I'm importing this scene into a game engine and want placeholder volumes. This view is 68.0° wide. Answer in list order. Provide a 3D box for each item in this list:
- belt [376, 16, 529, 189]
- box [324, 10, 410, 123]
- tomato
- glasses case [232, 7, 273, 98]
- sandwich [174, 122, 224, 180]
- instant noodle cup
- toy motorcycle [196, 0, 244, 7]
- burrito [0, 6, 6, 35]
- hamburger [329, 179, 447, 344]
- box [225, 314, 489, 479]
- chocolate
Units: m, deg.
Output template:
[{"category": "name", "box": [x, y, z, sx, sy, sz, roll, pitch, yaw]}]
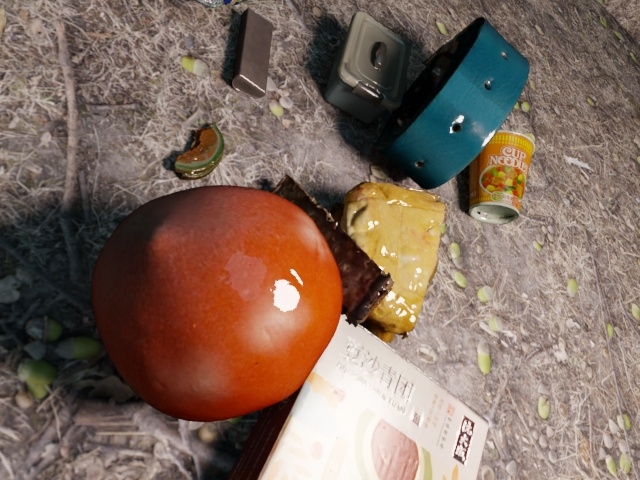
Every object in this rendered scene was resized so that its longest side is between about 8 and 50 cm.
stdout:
[{"category": "belt", "box": [0.288, -0.305, 1.040, 0.173, 0.300, 0.437, 36, 52, -14]}, {"category": "box", "box": [0.107, -0.387, 1.075, 0.162, 0.130, 0.227, 25, 58, -20]}, {"category": "tomato", "box": [-0.133, 0.071, 0.623, 0.321, 0.321, 0.322, 12, 64, -26]}, {"category": "glasses case", "box": [-0.139, -0.387, 0.981, 0.072, 0.042, 0.191, 18, 62, -32]}, {"category": "sandwich", "box": [-0.209, -0.160, 0.852, 0.067, 0.029, 0.135, 31, 57, -17]}, {"category": "instant noodle cup", "box": [0.429, -0.145, 1.159, 0.168, 0.168, 0.185, 21, 71, -22]}, {"category": "toy motorcycle", "box": [-0.230, -0.579, 0.971, 0.168, 0.113, 0.316, 1, 61, -42]}, {"category": "burrito", "box": [-0.506, -0.241, 0.691, 0.082, 0.059, 0.276, 2, 69, -15]}, {"category": "hamburger", "box": [0.099, 0.006, 0.887, 0.208, 0.162, 0.330, 32, 59, -13]}, {"category": "box", "box": [0.057, 0.370, 0.732, 0.344, 0.122, 0.385, 38, 56, -11]}, {"category": "chocolate", "box": [0.002, 0.004, 0.788, 0.065, 0.102, 0.329, 26, 17, -49]}]
